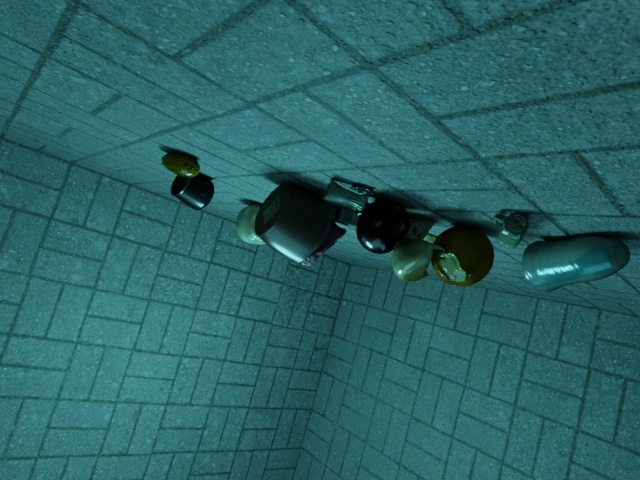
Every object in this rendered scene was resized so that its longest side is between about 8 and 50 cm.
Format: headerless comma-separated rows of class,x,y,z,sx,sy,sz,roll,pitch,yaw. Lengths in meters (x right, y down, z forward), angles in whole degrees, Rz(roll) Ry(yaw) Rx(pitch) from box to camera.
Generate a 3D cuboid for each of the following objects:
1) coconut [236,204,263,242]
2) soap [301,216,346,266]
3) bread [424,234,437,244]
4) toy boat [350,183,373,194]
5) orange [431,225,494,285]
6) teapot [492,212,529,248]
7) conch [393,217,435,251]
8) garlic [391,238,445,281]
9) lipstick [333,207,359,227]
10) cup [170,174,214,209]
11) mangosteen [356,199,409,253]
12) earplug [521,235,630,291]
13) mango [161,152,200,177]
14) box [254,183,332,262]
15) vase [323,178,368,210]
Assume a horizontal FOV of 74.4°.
coconut,-0.370,-0.092,2.486,0.245,0.244,0.247,19,173,-23
soap,0.000,0.000,2.037,0.128,0.233,0.359,47,-173,2
bread,0.510,-0.015,2.013,0.084,0.080,0.109,17,138,-14
toy boat,0.145,-0.175,1.475,0.083,0.038,0.038,15,173,-3
orange,0.545,0.059,1.630,0.240,0.239,0.240,15,173,2
teapot,0.612,-0.040,1.372,0.107,0.077,0.200,34,180,22
conch,0.338,-0.031,1.750,0.275,0.182,0.148,0,126,24
garlic,0.356,0.071,1.596,0.164,0.145,0.245,13,153,3
lipstick,0.220,-0.074,1.972,0.318,0.068,0.066,17,173,-19
cup,-0.642,-0.264,2.092,0.177,0.169,0.223,27,-162,-42
mangosteen,0.221,-0.059,1.567,0.216,0.216,0.216,15,173,2
earplug,0.837,0.063,1.357,0.185,0.184,0.324,17,166,-10
mango,-0.591,-0.319,1.766,0.178,0.090,0.115,22,-178,13
box,-0.120,-0.085,1.755,0.216,0.300,0.301,32,166,-31
vase,0.093,-0.159,1.506,0.149,0.081,0.081,19,173,-9
